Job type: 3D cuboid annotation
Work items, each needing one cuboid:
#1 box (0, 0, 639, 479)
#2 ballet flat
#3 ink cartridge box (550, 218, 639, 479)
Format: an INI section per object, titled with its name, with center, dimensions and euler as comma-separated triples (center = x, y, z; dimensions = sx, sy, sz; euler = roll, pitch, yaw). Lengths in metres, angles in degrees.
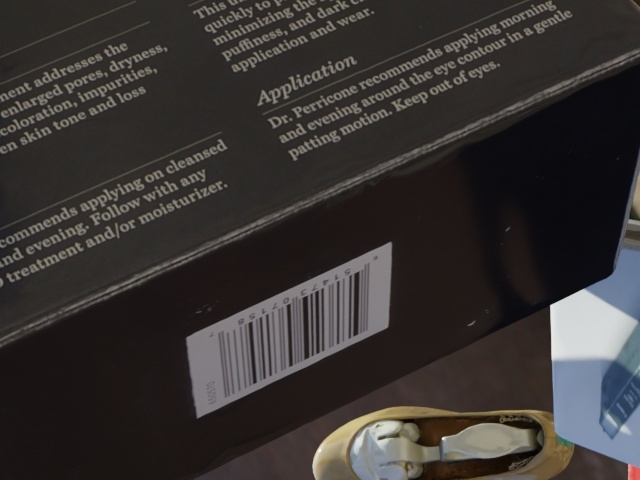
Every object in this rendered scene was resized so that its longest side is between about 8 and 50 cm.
[box]
center = -0.080, -0.075, 0.803
dimensions = 0.312, 0.343, 0.179
euler = 57, 163, 30
[ballet flat]
center = 0.096, 0.173, 1.497
dimensions = 0.073, 0.232, 0.080
euler = 35, -132, -68
[ink cartridge box]
center = 0.220, 0.122, 0.927
dimensions = 0.275, 0.060, 0.239
euler = 15, 110, 62
